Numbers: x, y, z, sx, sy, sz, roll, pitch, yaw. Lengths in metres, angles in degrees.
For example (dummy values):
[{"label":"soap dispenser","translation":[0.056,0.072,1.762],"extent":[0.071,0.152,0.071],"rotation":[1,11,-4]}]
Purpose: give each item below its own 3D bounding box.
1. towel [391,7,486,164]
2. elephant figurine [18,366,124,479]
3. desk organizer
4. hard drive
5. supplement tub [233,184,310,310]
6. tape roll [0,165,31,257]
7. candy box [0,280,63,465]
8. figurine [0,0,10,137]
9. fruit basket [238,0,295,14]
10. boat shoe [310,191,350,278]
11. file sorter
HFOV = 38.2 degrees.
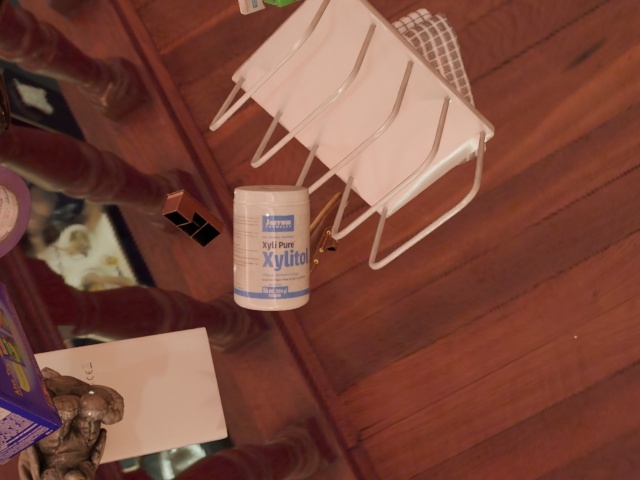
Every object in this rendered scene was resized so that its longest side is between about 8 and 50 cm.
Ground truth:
[{"label":"towel","translation":[0.145,-0.216,1.567],"extent":[0.235,0.283,0.121],"rotation":[-34,35,-15]},{"label":"elephant figurine","translation":[-0.410,0.350,1.476],"extent":[0.170,0.186,0.239],"rotation":[7,100,8]},{"label":"desk organizer","translation":[-0.253,-0.041,1.845],"extent":[0.047,0.130,0.050],"rotation":[-13,50,36]},{"label":"hard drive","translation":[-0.345,0.285,1.672],"extent":[0.319,0.040,0.210],"rotation":[-7,73,-22]},{"label":"supplement tub","translation":[-0.044,0.005,0.838],"extent":[0.071,0.071,0.107],"rotation":[3,100,16]},{"label":"tape roll","translation":[-0.646,-0.057,1.742],"extent":[0.080,0.189,0.189],"rotation":[23,91,29]},{"label":"candy box","translation":[-0.497,0.120,1.170],"extent":[0.122,0.317,0.268],"rotation":[-34,58,-1]},{"label":"figurine","translation":[-0.300,-0.160,0.589],"extent":[0.092,0.215,0.209],"rotation":[-51,39,22]},{"label":"fruit basket","translation":[-0.071,-0.702,1.986],"extent":[0.327,0.165,0.353],"rotation":[-26,117,-19]},{"label":"boat shoe","translation":[0.000,0.000,1.770],"extent":[0.073,0.073,0.207],"rotation":[35,70,4]},{"label":"file sorter","translation":[0.039,-0.129,1.094],"extent":[0.278,0.173,0.193],"rotation":[41,124,-16]}]
